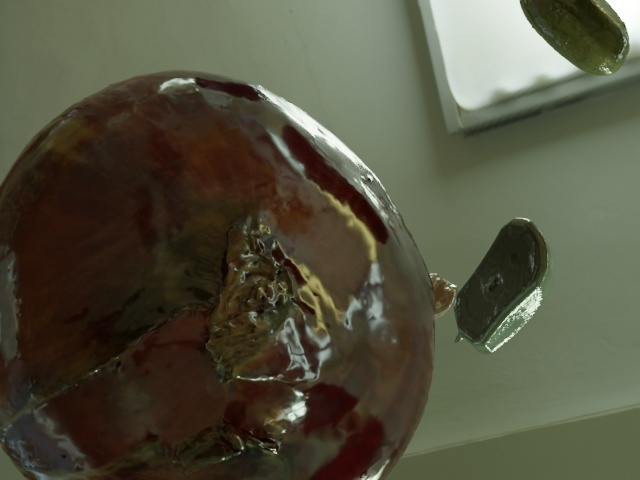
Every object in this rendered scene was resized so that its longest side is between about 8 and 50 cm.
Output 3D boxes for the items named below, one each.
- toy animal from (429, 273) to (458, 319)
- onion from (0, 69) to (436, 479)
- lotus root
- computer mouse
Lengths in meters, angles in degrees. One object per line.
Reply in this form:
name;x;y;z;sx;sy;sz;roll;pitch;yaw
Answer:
toy animal;-0.002;0.002;0.814;0.165;0.149;0.248;-33;-104;21
onion;-0.046;0.033;0.414;0.161;0.248;0.248;-21;-111;43
lotus root;0.294;-0.271;1.000;0.183;0.090;0.077;38;-53;-13
computer mouse;0.206;0.057;0.925;0.181;0.056;0.089;-60;-147;35
